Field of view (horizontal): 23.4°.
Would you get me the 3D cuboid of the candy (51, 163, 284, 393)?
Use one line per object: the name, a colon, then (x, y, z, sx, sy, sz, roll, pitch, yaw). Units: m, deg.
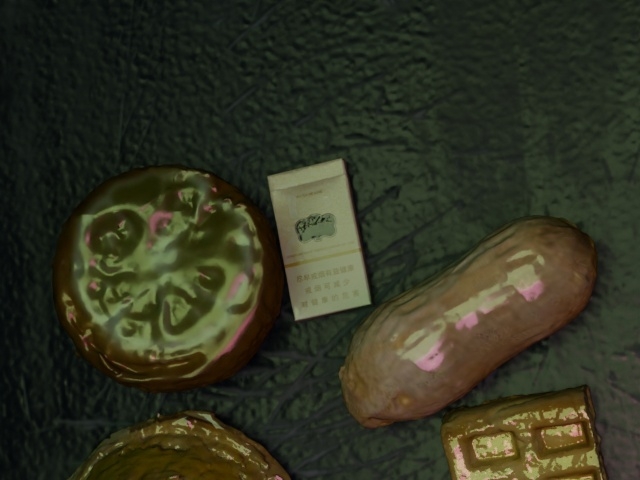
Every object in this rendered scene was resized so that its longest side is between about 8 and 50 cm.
candy: (-0.166, 0.042, 1.696, 0.260, 0.118, 0.260, -1, 83, 11)

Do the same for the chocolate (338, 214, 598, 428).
chocolate: (0.150, 0.082, 1.612, 0.309, 0.134, 0.134, -37, 77, 5)

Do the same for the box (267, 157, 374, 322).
box: (0.000, 0.000, 1.707, 0.090, 0.024, 0.167, -13, 81, 12)

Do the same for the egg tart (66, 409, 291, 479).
egg tart: (-0.165, 0.336, 1.661, 0.315, 0.120, 0.315, -1, 83, 12)

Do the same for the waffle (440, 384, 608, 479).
waffle: (0.225, 0.296, 1.602, 0.168, 0.057, 0.274, -12, 82, 13)
